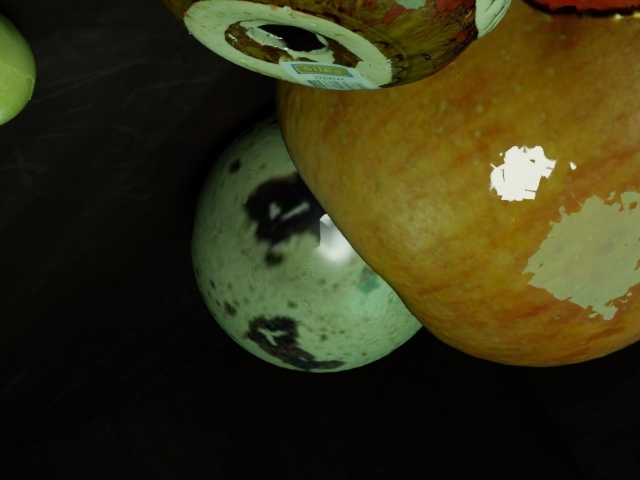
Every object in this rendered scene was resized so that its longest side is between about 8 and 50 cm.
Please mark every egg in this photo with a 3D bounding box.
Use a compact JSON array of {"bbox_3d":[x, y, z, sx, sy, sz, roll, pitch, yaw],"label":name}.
[{"bbox_3d":[0.000,0.000,1.259,0.287,0.288,0.379,-27,179,-12],"label":"egg"}]

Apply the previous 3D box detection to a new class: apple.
[{"bbox_3d":[0.138,-0.097,0.925,0.333,0.400,0.400,-21,167,-6],"label":"apple"}]

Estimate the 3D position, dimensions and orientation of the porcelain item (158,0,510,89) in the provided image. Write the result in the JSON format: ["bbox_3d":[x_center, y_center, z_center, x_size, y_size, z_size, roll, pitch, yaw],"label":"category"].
[{"bbox_3d":[0.008,-0.214,0.670,0.253,0.253,0.253,-28,168,-6],"label":"porcelain item"}]

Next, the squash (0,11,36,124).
[{"bbox_3d":[-0.244,-0.123,0.673,0.083,0.083,0.250,-31,166,7],"label":"squash"}]
